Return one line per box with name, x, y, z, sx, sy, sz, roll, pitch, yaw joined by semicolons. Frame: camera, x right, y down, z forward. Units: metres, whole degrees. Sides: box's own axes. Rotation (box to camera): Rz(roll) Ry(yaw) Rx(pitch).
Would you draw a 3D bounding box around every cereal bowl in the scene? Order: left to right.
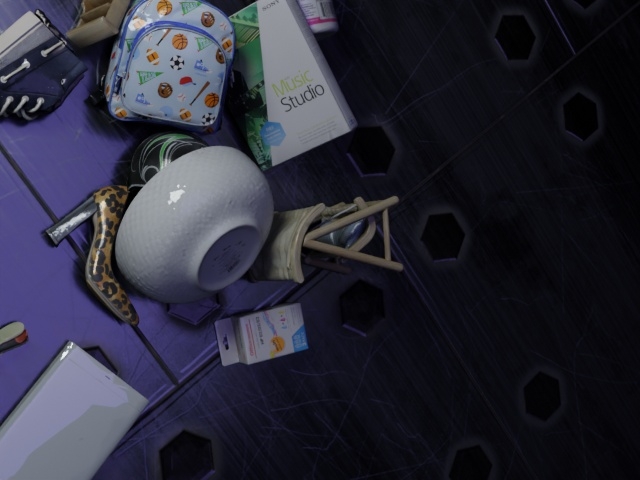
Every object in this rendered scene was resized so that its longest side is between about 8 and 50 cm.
cereal bowl;-0.217;-0.007;1.764;0.339;0.141;0.339;-34;147;-26

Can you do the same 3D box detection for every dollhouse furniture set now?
dollhouse furniture set;-0.474;-0.507;1.701;0.242;0.212;0.161;41;51;-40

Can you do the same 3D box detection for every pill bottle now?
pill bottle;-0.070;-0.565;1.945;0.160;0.160;0.283;-16;95;-25

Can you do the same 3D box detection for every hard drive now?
hard drive;-0.506;0.379;1.773;0.203;0.040;0.308;42;71;-19

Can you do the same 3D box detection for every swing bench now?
swing bench;0.000;0.000;1.911;0.254;0.253;0.165;-5;90;-26

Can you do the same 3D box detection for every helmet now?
helmet;-0.293;-0.141;1.824;0.169;0.169;0.162;31;64;-22

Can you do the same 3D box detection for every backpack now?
backpack;-0.288;-0.351;1.779;0.276;0.213;0.264;8;100;-23

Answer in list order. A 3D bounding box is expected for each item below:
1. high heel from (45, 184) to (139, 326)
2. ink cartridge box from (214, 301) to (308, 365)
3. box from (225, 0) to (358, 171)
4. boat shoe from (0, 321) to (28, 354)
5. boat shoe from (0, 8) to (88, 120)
high heel;-0.392;0.026;1.809;0.186;0.093;0.261;-40;100;-20
ink cartridge box;-0.126;0.202;1.949;0.181;0.061;0.104;-13;94;-25
box;-0.095;-0.332;1.900;0.322;0.232;0.058;63;27;-10
boat shoe;-0.619;0.202;1.722;0.137;0.049;0.043;-27;139;-24
boat shoe;-0.587;-0.271;1.701;0.158;0.127;0.340;44;70;-10
